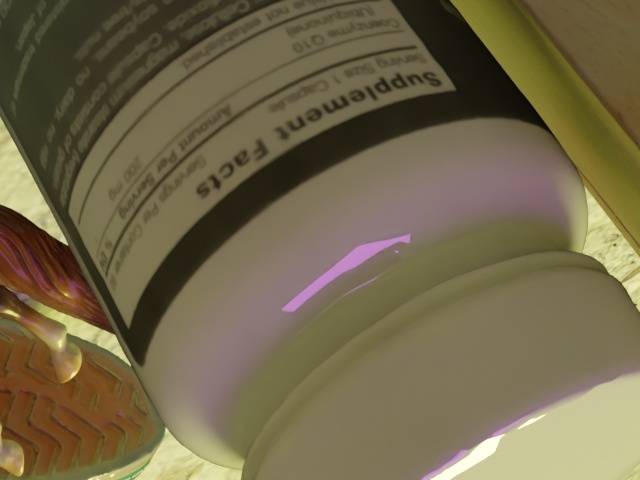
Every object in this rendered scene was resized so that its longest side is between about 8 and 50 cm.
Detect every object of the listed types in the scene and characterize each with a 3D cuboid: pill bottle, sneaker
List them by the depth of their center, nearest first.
[{"bbox_3d":[-0.010,-0.024,0.510,0.161,0.283,0.161,-25,151,-15],"label":"pill bottle"},{"bbox_3d":[-0.228,0.116,0.712,0.302,0.108,0.121,-3,142,-30],"label":"sneaker"}]

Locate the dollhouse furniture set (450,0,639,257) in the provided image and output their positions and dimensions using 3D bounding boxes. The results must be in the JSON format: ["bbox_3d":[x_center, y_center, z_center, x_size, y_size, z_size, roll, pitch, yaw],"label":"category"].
[{"bbox_3d":[0.223,-0.189,0.516,0.394,0.256,0.362,-34,152,3],"label":"dollhouse furniture set"}]

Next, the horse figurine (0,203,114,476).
[{"bbox_3d":[-0.201,0.062,0.566,0.263,0.066,0.174,-39,130,3],"label":"horse figurine"}]
